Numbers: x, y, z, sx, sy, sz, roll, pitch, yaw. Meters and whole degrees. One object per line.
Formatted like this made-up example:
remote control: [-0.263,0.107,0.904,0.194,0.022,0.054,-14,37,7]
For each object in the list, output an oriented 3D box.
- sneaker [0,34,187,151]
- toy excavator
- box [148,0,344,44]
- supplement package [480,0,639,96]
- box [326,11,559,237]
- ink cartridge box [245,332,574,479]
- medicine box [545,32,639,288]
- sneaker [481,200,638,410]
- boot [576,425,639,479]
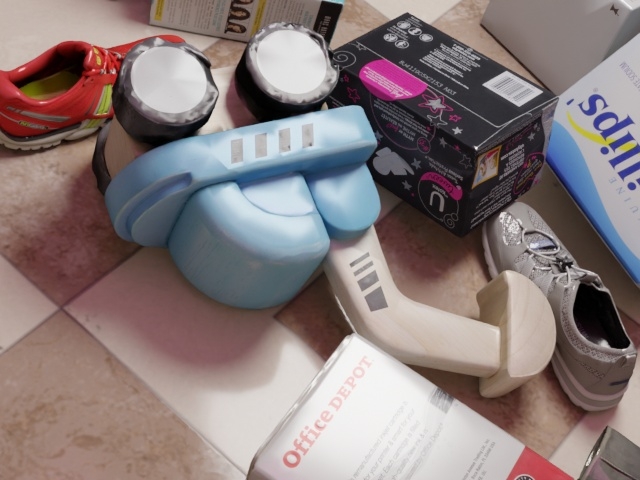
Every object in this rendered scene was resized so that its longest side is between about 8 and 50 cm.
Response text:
sneaker: [-0.265,-0.192,1.392,0.279,0.118,0.107,-27,66,-30]
toy excavator: [0.000,0.000,1.304,0.433,0.222,0.445,-13,73,-25]
box: [-0.097,-0.318,1.544,0.244,0.100,0.060,9,53,-10]
supplement package: [0.409,-0.357,1.656,0.262,0.199,0.198,-29,67,-31]
box: [0.138,-0.145,1.430,0.163,0.142,0.247,-32,54,-33]
ink cartridge box: [0.082,0.253,1.172,0.273,0.114,0.197,34,54,9]
medicine box: [0.448,-0.114,1.430,0.263,0.289,0.149,59,17,26]
sneaker: [0.292,0.054,1.376,0.105,0.115,0.281,-16,60,-26]
boot: [0.363,0.311,1.237,0.208,0.076,0.190,35,39,2]
